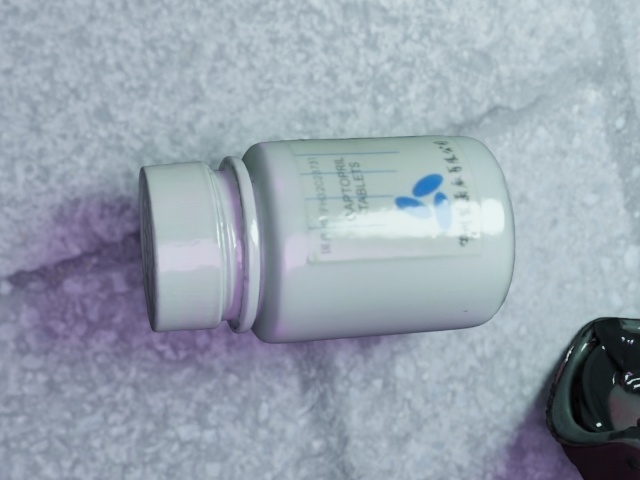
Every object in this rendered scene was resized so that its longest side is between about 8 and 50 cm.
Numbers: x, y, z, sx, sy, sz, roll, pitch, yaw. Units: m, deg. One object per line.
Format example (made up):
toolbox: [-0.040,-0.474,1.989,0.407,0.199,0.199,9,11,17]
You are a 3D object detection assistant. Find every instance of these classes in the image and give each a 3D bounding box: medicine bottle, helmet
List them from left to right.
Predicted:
medicine bottle: [0.000,0.000,0.986,0.292,0.170,0.170,-4,99,-15]
helmet: [0.384,0.158,1.063,0.338,0.271,0.197,-23,109,13]
